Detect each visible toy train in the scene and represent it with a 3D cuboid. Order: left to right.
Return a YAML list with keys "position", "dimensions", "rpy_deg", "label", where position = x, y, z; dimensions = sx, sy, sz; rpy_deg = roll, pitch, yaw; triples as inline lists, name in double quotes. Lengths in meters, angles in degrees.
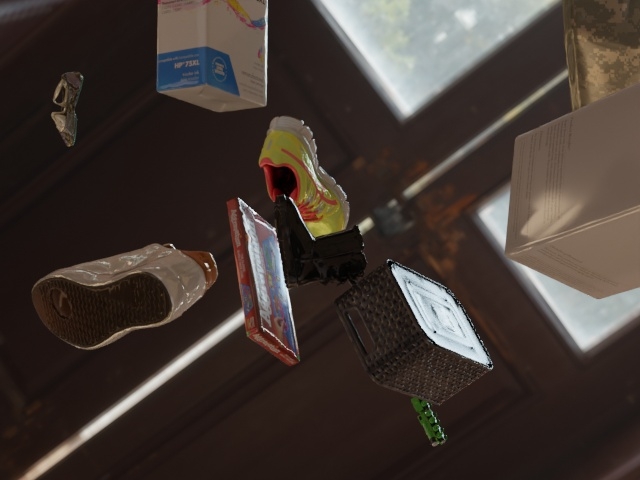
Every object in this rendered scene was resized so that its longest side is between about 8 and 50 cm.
- position: [0.142, 0.236, 1.691]
  dimensions: [0.017, 0.023, 0.083]
  rpy_deg: [38, 21, -45]
  label: "toy train"

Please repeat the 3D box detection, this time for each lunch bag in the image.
- position: [0.486, -0.297, 1.911]
  dimensions: [0.287, 0.235, 0.169]
  rpy_deg: [74, 25, -43]
  label: "lunch bag"

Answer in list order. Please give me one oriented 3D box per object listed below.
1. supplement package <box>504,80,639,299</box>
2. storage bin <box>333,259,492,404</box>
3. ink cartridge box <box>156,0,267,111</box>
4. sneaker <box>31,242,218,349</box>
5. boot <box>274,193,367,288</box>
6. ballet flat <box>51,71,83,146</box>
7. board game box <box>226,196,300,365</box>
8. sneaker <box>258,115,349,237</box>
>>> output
- position: [0.389, -0.064, 1.544]
  dimensions: [0.175, 0.293, 0.178]
  rpy_deg: [24, 63, -29]
  label: "supplement package"
- position: [0.111, 0.110, 1.505]
  dimensions: [0.180, 0.084, 0.122]
  rpy_deg: [25, 33, -53]
  label: "storage bin"
- position: [-0.131, -0.285, 1.580]
  dimensions: [0.134, 0.078, 0.231]
  rpy_deg: [11, 77, -59]
  label: "ink cartridge box"
- position: [-0.241, 0.066, 1.618]
  dimensions: [0.123, 0.290, 0.106]
  rpy_deg: [-32, 109, -46]
  label: "sneaker"
- position: [0.000, 0.000, 1.534]
  dimensions: [0.045, 0.099, 0.121]
  rpy_deg: [161, -80, -78]
  label: "boot"
- position: [-0.386, -0.199, 1.938]
  dimensions: [0.041, 0.114, 0.041]
  rpy_deg: [10, 12, -2]
  label: "ballet flat"
- position: [-0.101, 0.071, 2.267]
  dimensions: [0.145, 0.027, 0.281]
  rpy_deg: [40, 31, -50]
  label: "board game box"
- position: [-0.032, -0.065, 1.758]
  dimensions: [0.208, 0.081, 0.094]
  rpy_deg: [60, 41, -34]
  label: "sneaker"
